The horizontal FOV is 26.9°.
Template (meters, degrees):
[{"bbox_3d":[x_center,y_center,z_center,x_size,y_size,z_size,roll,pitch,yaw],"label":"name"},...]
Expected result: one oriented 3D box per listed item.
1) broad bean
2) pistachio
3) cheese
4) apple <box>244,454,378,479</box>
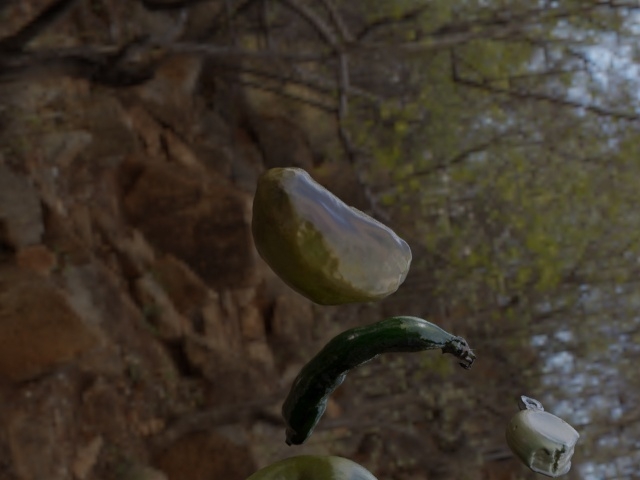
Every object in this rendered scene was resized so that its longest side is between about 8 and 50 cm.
[{"bbox_3d":[0.050,0.176,1.748,0.144,0.292,0.049,51,19,-34],"label":"broad bean"},{"bbox_3d":[0.000,0.004,1.325,0.100,0.189,0.110,-6,-123,55],"label":"pistachio"},{"bbox_3d":[0.282,0.242,1.684,0.047,0.092,0.171,-65,170,16],"label":"cheese"},{"bbox_3d":[-0.028,0.398,1.757,0.261,0.260,0.194,-123,-164,-69],"label":"apple"}]
